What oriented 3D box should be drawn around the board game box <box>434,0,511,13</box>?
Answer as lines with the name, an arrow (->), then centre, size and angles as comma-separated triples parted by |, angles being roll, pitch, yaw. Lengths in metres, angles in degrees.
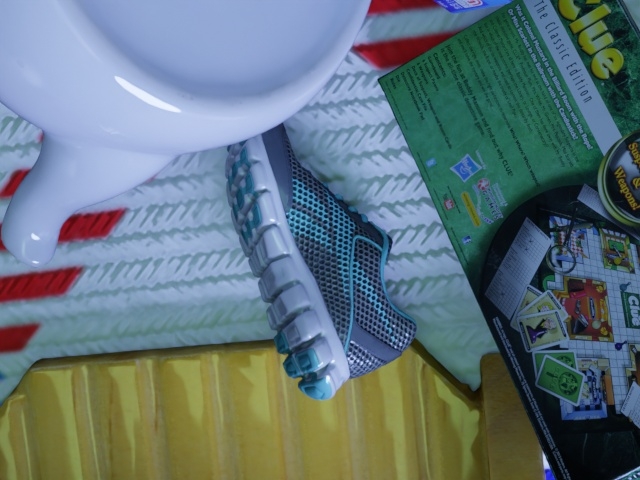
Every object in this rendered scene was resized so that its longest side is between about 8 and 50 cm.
board game box -> 0.024, -0.223, 0.798 | 0.210, 0.047, 0.160 | 24, 74, -37

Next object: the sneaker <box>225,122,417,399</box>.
sneaker -> 0.000, 0.000, 0.915 | 0.076, 0.065, 0.166 | -15, 81, -21

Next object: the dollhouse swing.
dollhouse swing -> -0.053, 0.236, 0.835 | 0.347, 0.305, 0.315 | -5, 99, 6

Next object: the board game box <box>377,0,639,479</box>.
board game box -> 0.133, -0.010, 0.841 | 0.136, 0.030, 0.260 | -30, 60, 15

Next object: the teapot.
teapot -> -0.107, -0.161, 0.837 | 0.256, 0.187, 0.252 | -51, 120, -29
